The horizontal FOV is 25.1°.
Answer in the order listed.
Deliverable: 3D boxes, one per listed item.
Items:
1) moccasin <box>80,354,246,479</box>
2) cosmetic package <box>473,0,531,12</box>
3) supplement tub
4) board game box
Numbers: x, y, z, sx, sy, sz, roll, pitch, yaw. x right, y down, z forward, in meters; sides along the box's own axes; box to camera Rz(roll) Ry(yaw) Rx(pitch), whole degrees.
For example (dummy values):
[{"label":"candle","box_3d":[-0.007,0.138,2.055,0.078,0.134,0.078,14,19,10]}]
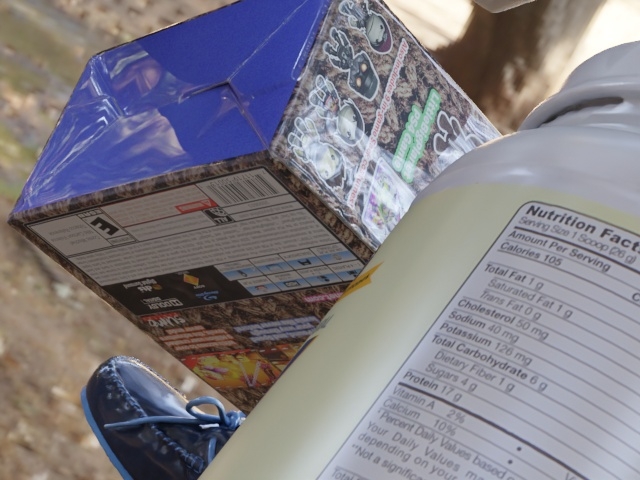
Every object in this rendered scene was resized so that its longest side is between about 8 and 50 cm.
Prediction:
[{"label":"moccasin","box_3d":[-0.063,0.208,1.260,0.342,0.117,0.137,41,21,15]},{"label":"cosmetic package","box_3d":[0.158,-0.415,1.114,0.329,0.327,0.393,34,-6,-13]},{"label":"supplement tub","box_3d":[0.084,0.109,0.509,0.235,0.325,0.235,32,-24,16]},{"label":"board game box","box_3d":[0.000,0.000,0.900,0.232,0.141,0.291,-10,-42,41]}]
